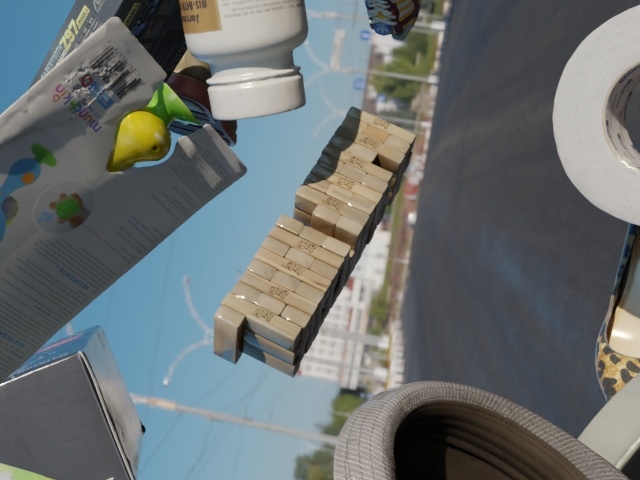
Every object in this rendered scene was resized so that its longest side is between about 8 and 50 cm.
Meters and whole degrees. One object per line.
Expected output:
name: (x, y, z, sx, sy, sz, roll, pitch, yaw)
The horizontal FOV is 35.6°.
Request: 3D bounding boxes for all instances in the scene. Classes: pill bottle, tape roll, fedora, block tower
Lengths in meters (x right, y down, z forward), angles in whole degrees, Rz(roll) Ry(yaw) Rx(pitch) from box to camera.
pill bottle: (-0.081, -0.247, 1.042, 0.131, 0.131, 0.229, -66, -31, -73)
tape roll: (0.344, -0.122, 0.979, 0.072, 0.219, 0.219, -11, -67, -55)
fedora: (0.102, 0.216, 0.622, 0.124, 0.275, 0.243, -49, 29, 31)
block tower: (0.000, 0.000, 1.134, 0.335, 0.097, 0.091, -57, -14, -33)

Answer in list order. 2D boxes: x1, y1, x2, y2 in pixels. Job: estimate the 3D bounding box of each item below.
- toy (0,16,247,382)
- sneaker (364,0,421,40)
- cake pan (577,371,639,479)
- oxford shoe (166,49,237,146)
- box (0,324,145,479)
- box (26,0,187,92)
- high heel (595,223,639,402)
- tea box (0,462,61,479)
toy: (-0.169, -0.009, 0.538, 0.056, 0.237, 0.137, 53, -178, 40)
sneaker: (0.091, -0.324, 1.361, 0.185, 0.070, 0.083, 5, -79, -62)
cake pan: (0.306, 0.209, 0.913, 0.293, 0.054, 0.293, -24, -45, -27)
oxford shoe: (-0.174, -0.227, 1.510, 0.348, 0.123, 0.130, 114, 170, -83)
box: (-0.413, 0.260, 1.249, 0.312, 0.343, 0.178, -172, 61, -80)
box: (-0.238, -0.232, 1.200, 0.232, 0.059, 0.183, -52, -14, 30)
high heel: (0.357, 0.059, 1.107, 0.261, 0.093, 0.186, -57, -35, -42)
tea box: (-0.323, 0.344, 0.734, 0.329, 0.324, 0.220, -66, -13, -51)
